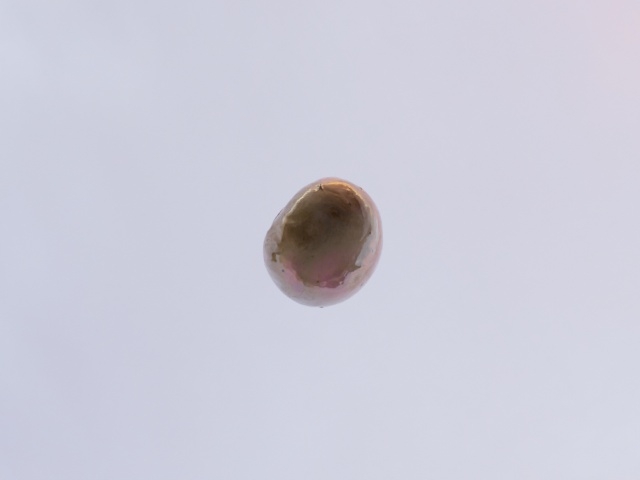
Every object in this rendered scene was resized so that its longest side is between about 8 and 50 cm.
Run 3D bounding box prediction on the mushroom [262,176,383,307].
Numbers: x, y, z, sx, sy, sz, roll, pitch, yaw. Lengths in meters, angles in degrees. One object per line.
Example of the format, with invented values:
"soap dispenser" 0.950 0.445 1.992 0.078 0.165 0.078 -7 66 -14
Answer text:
"mushroom" 0.000 0.000 0.748 0.067 0.084 0.083 29 -120 31
